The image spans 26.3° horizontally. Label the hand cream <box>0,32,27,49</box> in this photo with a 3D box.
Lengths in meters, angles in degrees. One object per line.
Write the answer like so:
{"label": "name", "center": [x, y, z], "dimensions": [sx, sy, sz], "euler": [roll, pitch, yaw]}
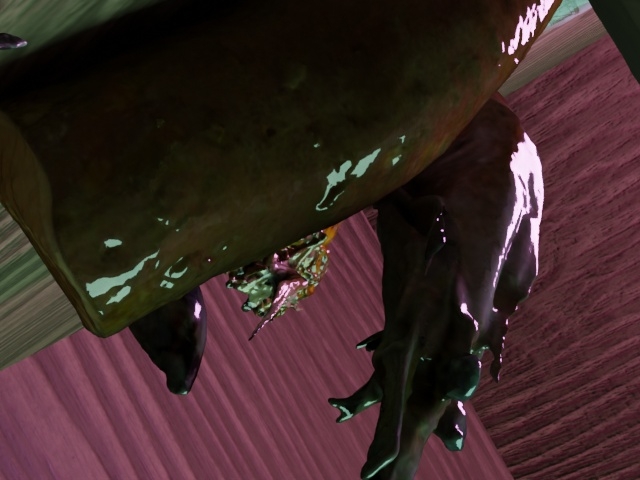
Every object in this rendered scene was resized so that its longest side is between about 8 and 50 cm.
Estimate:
{"label": "hand cream", "center": [-0.243, 0.023, 0.510], "dimensions": [0.336, 0.076, 0.121], "euler": [-38, 176, 31]}

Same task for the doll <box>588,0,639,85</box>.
{"label": "doll", "center": [0.239, -0.158, 0.510], "dimensions": [0.370, 0.215, 0.226], "euler": [-27, 163, -7]}

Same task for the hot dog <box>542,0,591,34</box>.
{"label": "hot dog", "center": [0.206, -0.215, 1.197], "dimensions": [0.192, 0.053, 0.099], "euler": [-27, 179, 16]}

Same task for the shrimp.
{"label": "shrimp", "center": [0.000, 0.000, 0.725], "dimensions": [0.246, 0.085, 0.360], "euler": [-12, -138, 5]}

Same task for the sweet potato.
{"label": "sweet potato", "center": [-0.003, -0.068, 0.661], "dimensions": [0.336, 0.131, 0.131], "euler": [-27, 178, -29]}

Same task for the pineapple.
{"label": "pineapple", "center": [-0.031, -0.017, 1.313], "dimensions": [0.161, 0.158, 0.334], "euler": [-30, 178, 2]}
